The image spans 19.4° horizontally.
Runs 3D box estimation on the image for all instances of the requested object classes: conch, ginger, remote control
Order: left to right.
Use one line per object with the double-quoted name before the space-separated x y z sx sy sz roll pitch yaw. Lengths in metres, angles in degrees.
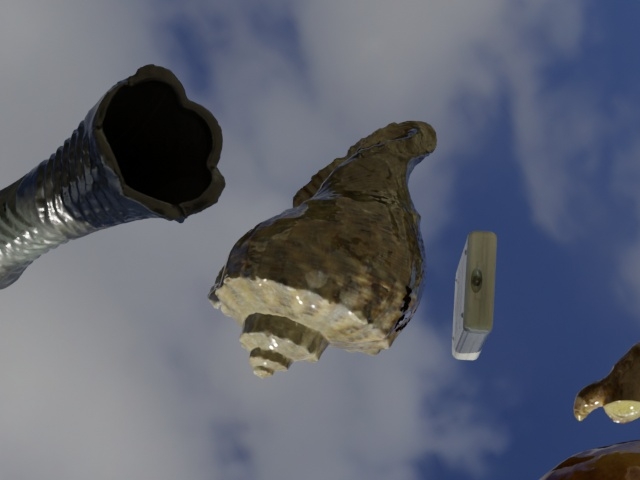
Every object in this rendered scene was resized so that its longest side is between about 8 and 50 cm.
"conch" 0.000 0.000 1.162 0.130 0.155 0.207 54 -127 -43
"remote control" 0.132 0.051 1.610 0.029 0.190 0.087 4 -102 1
"ginger" 0.249 0.121 1.525 0.048 0.097 0.030 51 -165 13

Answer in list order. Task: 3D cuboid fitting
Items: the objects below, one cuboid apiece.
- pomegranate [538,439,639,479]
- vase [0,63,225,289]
"pomegranate" 0.218 0.252 1.310 0.215 0.215 0.215 28 -133 -35
"vase" -0.183 -0.031 1.361 0.115 0.237 0.115 20 -122 -36
